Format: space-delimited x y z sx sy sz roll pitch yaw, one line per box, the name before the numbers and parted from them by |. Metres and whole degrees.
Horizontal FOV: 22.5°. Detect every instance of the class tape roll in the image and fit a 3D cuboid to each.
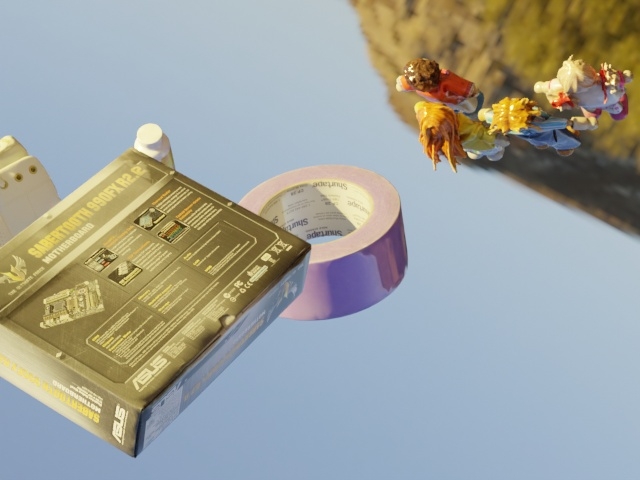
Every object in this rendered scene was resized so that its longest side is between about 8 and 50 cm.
tape roll | 0.000 0.000 1.767 0.189 0.080 0.189 -6 -144 5

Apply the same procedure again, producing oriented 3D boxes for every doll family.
doll family | 0.193 -0.123 1.668 0.263 0.118 0.163 3 173 26

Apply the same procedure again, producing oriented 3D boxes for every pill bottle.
pill bottle | -0.201 -0.105 1.948 0.043 0.043 0.083 32 154 21

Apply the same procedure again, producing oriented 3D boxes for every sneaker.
sneaker | -0.346 -0.045 1.440 0.108 0.169 0.292 6 147 45

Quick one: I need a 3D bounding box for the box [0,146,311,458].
box | -0.144 0.040 1.233 0.183 0.056 0.231 28 -136 18
